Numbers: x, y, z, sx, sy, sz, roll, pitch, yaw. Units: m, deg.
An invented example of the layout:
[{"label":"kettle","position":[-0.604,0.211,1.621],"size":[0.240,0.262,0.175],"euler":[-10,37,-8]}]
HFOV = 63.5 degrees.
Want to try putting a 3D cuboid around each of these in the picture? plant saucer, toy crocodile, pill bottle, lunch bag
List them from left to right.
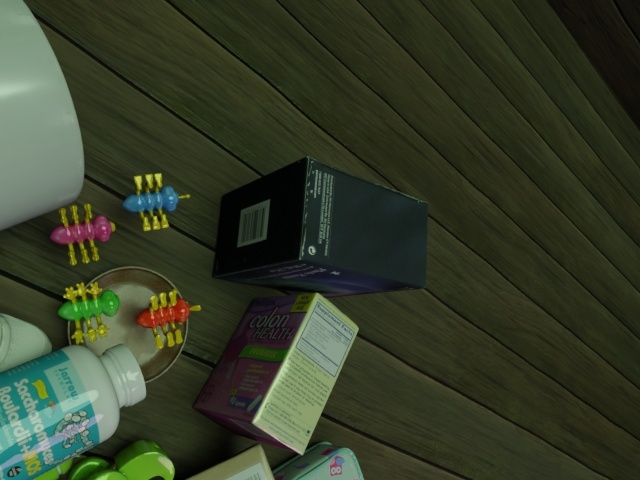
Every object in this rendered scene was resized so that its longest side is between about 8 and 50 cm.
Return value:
[{"label":"pill bottle","position":[-0.380,0.235,0.698],"size":[0.264,0.146,0.146],"euler":[-22,96,-38]},{"label":"toy crocodile","position":[-0.363,0.425,0.742],"size":[0.340,0.115,0.105],"euler":[-45,110,-35]},{"label":"plant saucer","position":[-0.323,0.144,0.874],"size":[0.198,0.036,0.199],"euler":[7,78,-36]},{"label":"lunch bag","position":[0.007,0.560,1.017],"size":[0.224,0.107,0.279],"euler":[-19,94,-40]}]

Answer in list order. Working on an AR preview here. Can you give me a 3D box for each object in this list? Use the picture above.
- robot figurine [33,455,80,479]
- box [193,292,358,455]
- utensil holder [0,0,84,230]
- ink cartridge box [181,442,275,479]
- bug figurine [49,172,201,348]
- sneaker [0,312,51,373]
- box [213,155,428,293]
[{"label":"robot figurine","position":[-0.415,0.327,0.749],"size":[0.115,0.067,0.101],"euler":[-26,86,-39]},{"label":"box","position":[-0.081,0.229,0.935],"size":[0.117,0.213,0.243],"euler":[43,59,-25]},{"label":"utensil holder","position":[-0.523,-0.121,0.579],"size":[0.385,0.327,0.328],"euler":[-28,100,-39]},{"label":"ink cartridge box","position":[-0.142,0.483,0.840],"size":[0.193,0.088,0.235],"euler":[-21,74,-18]},{"label":"bug figurine","position":[-0.306,0.036,0.824],"size":[0.216,0.072,0.279],"euler":[-8,99,-31]},{"label":"sneaker","position":[-0.476,0.135,0.653],"size":[0.305,0.152,0.114],"euler":[23,58,-55]},{"label":"box","position":[0.000,0.000,0.987],"size":[0.294,0.296,0.183],"euler":[13,73,-36]}]
